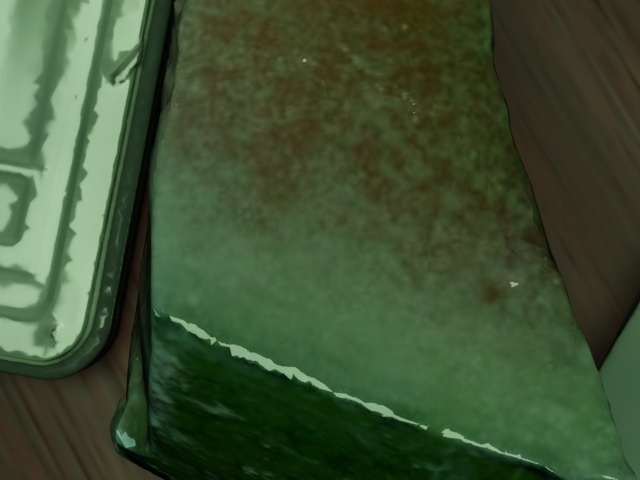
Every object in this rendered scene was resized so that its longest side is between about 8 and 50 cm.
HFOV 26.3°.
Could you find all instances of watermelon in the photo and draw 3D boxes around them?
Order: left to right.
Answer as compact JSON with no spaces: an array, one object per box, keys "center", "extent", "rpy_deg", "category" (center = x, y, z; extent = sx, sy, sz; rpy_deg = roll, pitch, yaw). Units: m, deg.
[{"center":[-0.013,0.009,0.523],"extent":[0.151,0.264,0.302],"rpy_deg":[-10,74,-10],"category":"watermelon"}]

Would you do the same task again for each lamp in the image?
[{"center":[-0.203,-0.088,0.630],"extent":[0.266,0.047,0.269],"rpy_deg":[10,86,4],"category":"lamp"}]

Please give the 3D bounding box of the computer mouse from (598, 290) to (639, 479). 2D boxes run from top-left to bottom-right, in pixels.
[{"center":[0.195,0.044,0.579],"extent":[0.128,0.079,0.231],"rpy_deg":[30,84,4],"category":"computer mouse"}]
